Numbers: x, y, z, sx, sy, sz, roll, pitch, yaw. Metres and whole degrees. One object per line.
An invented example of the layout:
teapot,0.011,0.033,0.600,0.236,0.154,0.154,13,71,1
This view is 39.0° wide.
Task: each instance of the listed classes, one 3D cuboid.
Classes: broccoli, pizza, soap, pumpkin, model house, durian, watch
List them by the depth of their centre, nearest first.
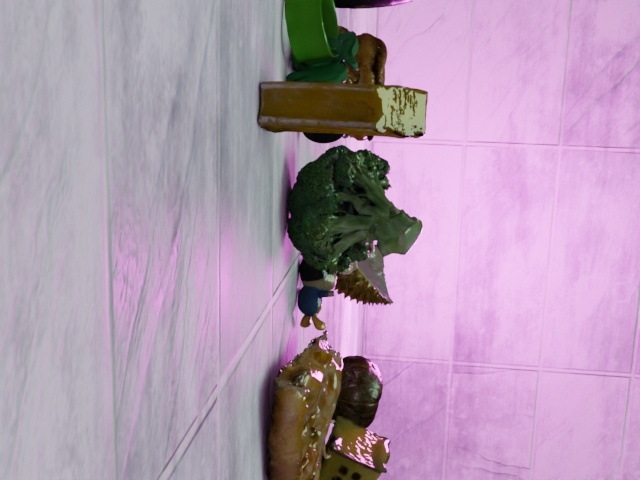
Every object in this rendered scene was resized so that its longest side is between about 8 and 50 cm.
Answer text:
soap,0.041,-0.207,1.444,0.160,0.257,0.080,-32,124,-82
watch,-0.005,-0.365,1.601,0.152,0.131,0.165,71,22,-45
broccoli,0.068,-0.053,1.733,0.270,0.270,0.270,-39,141,-41
pizza,-0.035,0.401,1.766,0.435,0.080,0.392,-21,120,-75
durian,0.091,0.032,2.368,0.306,0.166,0.172,-100,-172,-46
model house,0.068,0.623,2.398,0.193,0.174,0.234,-70,180,-71
pumpkin,0.082,0.426,2.536,0.219,0.162,0.219,-165,-90,-76

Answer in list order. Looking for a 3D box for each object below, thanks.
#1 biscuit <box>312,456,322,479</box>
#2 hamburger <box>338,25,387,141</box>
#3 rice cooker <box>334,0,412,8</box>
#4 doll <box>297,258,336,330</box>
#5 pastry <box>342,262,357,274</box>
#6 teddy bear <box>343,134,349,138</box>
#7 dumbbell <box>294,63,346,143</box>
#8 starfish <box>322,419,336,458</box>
biscuit,-0.025,0.587,2.151,0.299,0.045,0.154,43,49,-82
hamburger,0.056,-0.339,1.947,0.244,0.163,0.245,-176,-90,-89
rice cooker,0.084,-0.592,1.780,0.267,0.224,0.267,5,90,-83
doll,-0.007,0.100,1.935,0.089,0.102,0.179,4,90,-44
pastry,0.060,-0.043,2.183,0.089,0.121,0.259,-12,123,-45
teddy bear,0.098,-0.364,2.364,0.171,0.144,0.251,130,-32,-78
dumbbell,0.004,-0.286,1.763,0.191,0.100,0.100,84,11,-54
starfish,0.001,0.408,2.242,0.138,0.050,0.248,-60,148,-70
